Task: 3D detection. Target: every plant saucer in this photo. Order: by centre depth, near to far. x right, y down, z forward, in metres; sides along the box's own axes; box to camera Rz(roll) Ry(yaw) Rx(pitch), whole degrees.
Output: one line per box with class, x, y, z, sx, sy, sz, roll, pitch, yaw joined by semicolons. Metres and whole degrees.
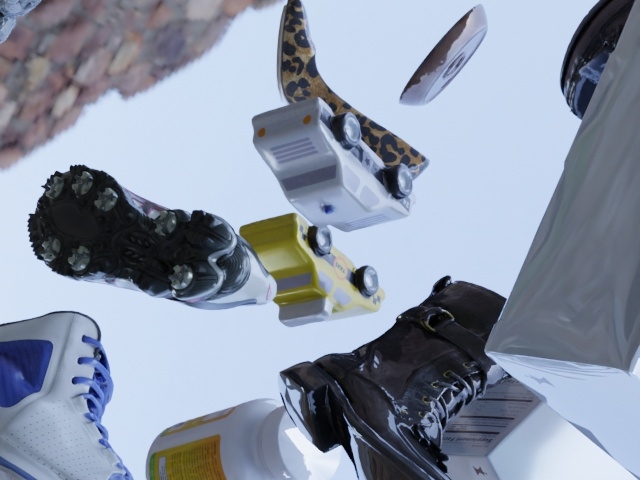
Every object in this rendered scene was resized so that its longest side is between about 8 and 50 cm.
plant saucer;0.167;-0.235;1.838;0.029;0.168;0.168;42;-77;7

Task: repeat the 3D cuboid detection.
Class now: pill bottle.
pill bottle;-0.092;0.267;1.707;0.246;0.136;0.136;-23;-122;45

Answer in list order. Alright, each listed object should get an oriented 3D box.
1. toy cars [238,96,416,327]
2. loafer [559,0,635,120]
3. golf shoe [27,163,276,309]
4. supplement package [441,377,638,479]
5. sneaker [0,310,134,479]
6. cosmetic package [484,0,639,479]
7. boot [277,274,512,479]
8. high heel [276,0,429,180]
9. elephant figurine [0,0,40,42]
toy cars;0.000;0.000;1.463;0.176;0.393;0.087;10;-121;-1
loafer;0.337;-0.208;1.378;0.302;0.109;0.095;-51;-151;43
golf shoe;-0.165;0.011;1.309;0.273;0.120;0.105;21;-97;38
supplement package;0.226;0.213;1.410;0.263;0.199;0.198;-38;-164;-31
sneaker;-0.212;0.147;1.132;0.315;0.127;0.182;27;-131;28
cosmetic package;0.279;0.031;0.777;0.097;0.377;0.284;6;-116;50
boot;0.112;0.126;1.200;0.229;0.091;0.263;-25;-140;-22
high heel;0.039;-0.188;1.788;0.186;0.093;0.261;-4;-93;2
elephant figurine;-0.376;-0.296;1.308;0.169;0.239;0.186;-39;-134;7
